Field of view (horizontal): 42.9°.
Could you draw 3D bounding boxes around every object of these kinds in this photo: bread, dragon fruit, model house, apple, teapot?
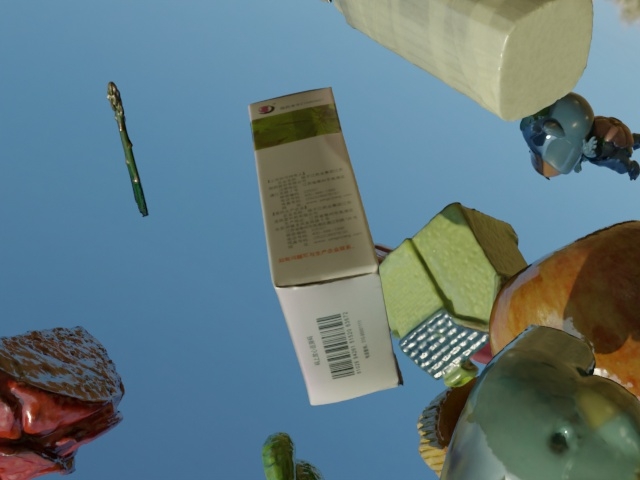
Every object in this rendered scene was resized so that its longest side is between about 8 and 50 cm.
[{"bbox_3d":[0.275,0.330,1.281,0.179,0.133,0.250,-40,-96,-24],"label":"bread"},{"bbox_3d":[-0.331,0.225,0.935,0.152,0.205,0.317,33,-177,5],"label":"dragon fruit"},{"bbox_3d":[0.200,0.094,1.140,0.195,0.214,0.189,22,-146,-45],"label":"model house"},{"bbox_3d":[0.327,0.117,0.892,0.264,0.264,0.264,21,-145,-16],"label":"apple"},{"bbox_3d":[0.086,-0.164,0.529,0.107,0.077,0.200,-31,-132,-19],"label":"teapot"}]

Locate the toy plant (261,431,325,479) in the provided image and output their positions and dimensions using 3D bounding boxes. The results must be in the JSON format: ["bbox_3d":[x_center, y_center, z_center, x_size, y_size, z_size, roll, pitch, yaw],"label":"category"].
[{"bbox_3d":[-0.042,0.402,1.156,0.184,0.224,0.316,-14,-179,-3],"label":"toy plant"}]

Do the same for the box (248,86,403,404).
[{"bbox_3d":[0.000,0.000,0.903,0.106,0.200,0.299,-13,-135,0],"label":"box"}]

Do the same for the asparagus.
[{"bbox_3d":[-0.197,-0.089,0.836,0.013,0.166,0.016,-25,-136,-22],"label":"asparagus"}]

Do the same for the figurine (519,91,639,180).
[{"bbox_3d":[0.344,-0.124,1.101,0.178,0.144,0.114,15,-123,-12],"label":"figurine"}]

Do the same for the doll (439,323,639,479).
[{"bbox_3d":[0.219,0.186,0.558,0.260,0.177,0.161,24,-156,26],"label":"doll"}]

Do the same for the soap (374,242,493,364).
[{"bbox_3d":[0.241,0.123,1.584,0.359,0.128,0.233,19,-170,10],"label":"soap"}]
